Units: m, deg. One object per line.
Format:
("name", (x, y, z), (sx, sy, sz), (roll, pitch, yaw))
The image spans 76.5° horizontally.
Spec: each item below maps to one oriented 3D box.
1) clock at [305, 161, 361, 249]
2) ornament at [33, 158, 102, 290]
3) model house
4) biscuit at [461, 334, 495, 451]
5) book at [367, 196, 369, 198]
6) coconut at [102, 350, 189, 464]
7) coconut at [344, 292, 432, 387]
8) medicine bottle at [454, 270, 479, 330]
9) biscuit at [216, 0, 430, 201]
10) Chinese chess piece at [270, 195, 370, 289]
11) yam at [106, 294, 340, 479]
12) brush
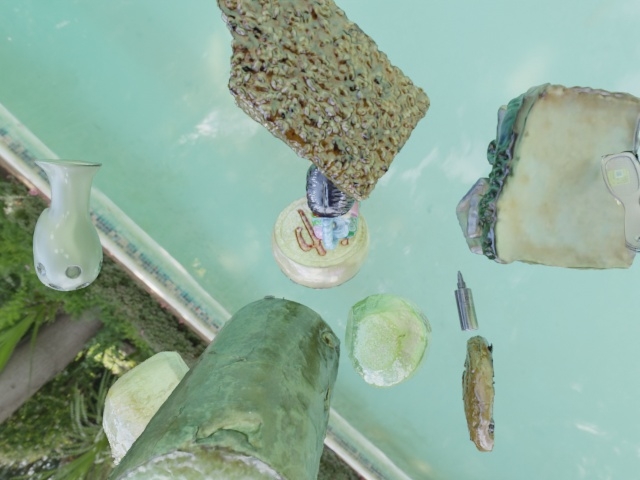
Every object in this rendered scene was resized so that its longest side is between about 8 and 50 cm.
("clock", (0.028, -0.087, 0.751), (0.100, 0.195, 0.194), (2, 116, 12))
("ornament", (-0.306, -0.018, 0.491), (0.081, 0.156, 0.075), (9, -169, 17))
("model house", (0.585, -0.162, 1.147), (0.395, 0.445, 0.400), (2, -173, -3))
("biscuit", (0.418, 0.402, 1.087), (0.075, 0.296, 0.296), (0, 142, 18))
("book", (0.065, -0.277, 1.184), (0.025, 0.283, 0.215), (-24, 148, 22))
("coconut", (-0.438, 0.469, 1.092), (0.297, 0.254, 0.297), (46, 159, 23))
("coconut", (0.156, 0.228, 0.958), (0.236, 0.204, 0.236), (48, -173, -8))
("medicine bottle", (0.475, 0.196, 1.339), (0.057, 0.199, 0.057), (-4, 163, -1))
("biscuit", (-0.015, -0.154, 0.363), (0.237, 0.131, 0.026), (38, 169, -15))
("Chinese chess piece", (0.000, 0.000, 1.106), (0.270, 0.270, 0.112), (30, 151, 22))
("yam", (-0.074, 0.184, 0.413), (0.168, 0.168, 0.304), (42, -161, -6))
("brush", (0.651, -0.078, 0.848), (0.072, 0.313, 0.067), (-16, 126, 36))
